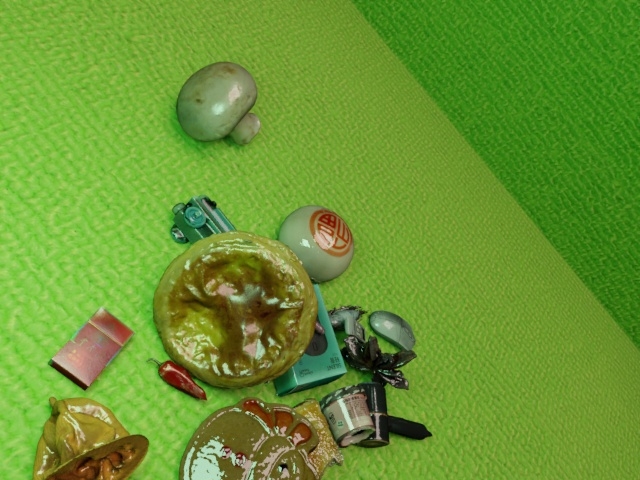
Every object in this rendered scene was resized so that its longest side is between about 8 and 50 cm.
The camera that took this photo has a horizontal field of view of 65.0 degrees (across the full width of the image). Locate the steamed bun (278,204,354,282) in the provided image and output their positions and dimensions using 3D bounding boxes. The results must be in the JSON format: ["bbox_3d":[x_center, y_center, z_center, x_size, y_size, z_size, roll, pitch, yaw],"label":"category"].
[{"bbox_3d":[0.000,0.000,1.752,0.283,0.177,0.282,19,54,-28],"label":"steamed bun"}]

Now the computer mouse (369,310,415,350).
[{"bbox_3d":[0.280,0.330,1.849,0.229,0.068,0.113,31,50,-20],"label":"computer mouse"}]

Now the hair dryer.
[{"bbox_3d":[0.252,0.594,1.660,0.352,0.107,0.189,27,48,-34],"label":"hair dryer"}]

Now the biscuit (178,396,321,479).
[{"bbox_3d":[-0.153,0.579,1.265,0.381,0.074,0.358,24,51,5],"label":"biscuit"}]

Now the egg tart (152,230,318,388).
[{"bbox_3d":[-0.225,0.184,1.385,0.444,0.178,0.442,0,93,-3],"label":"egg tart"}]

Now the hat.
[{"bbox_3d":[-0.547,0.431,1.091,0.233,0.244,0.233,41,4,31],"label":"hat"}]

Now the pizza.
[{"bbox_3d":[-0.062,0.601,1.392,0.223,0.089,0.323,44,46,2],"label":"pizza"}]

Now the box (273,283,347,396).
[{"bbox_3d":[-0.066,0.299,1.556,0.205,0.118,0.311,-3,65,-38],"label":"box"}]

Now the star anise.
[{"bbox_3d":[0.184,0.393,1.651,0.283,0.212,0.129,31,61,-10],"label":"star anise"}]

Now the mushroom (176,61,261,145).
[{"bbox_3d":[-0.328,-0.445,1.720,0.290,0.298,0.297,46,39,-42],"label":"mushroom"}]

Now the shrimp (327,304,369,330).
[{"bbox_3d":[0.094,0.267,1.740,0.233,0.079,0.090,-5,103,-43],"label":"shrimp"}]

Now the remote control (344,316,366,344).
[{"bbox_3d":[0.119,0.306,1.699,0.166,0.029,0.065,47,35,-58],"label":"remote control"}]

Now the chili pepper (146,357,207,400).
[{"bbox_3d":[-0.370,0.360,1.316,0.191,0.059,0.050,40,38,-9],"label":"chili pepper"}]

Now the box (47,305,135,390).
[{"bbox_3d":[-0.556,0.262,1.232,0.112,0.048,0.175,41,46,-11],"label":"box"}]

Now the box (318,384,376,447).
[{"bbox_3d":[0.084,0.526,1.492,0.151,0.151,0.135,6,46,-37],"label":"box"}]

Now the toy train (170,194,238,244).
[{"bbox_3d":[-0.320,-0.008,1.551,0.298,0.120,0.194,51,37,-1],"label":"toy train"}]

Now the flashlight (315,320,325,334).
[{"bbox_3d":[-0.028,0.243,1.517,0.110,0.031,0.052,46,67,-11],"label":"flashlight"}]
